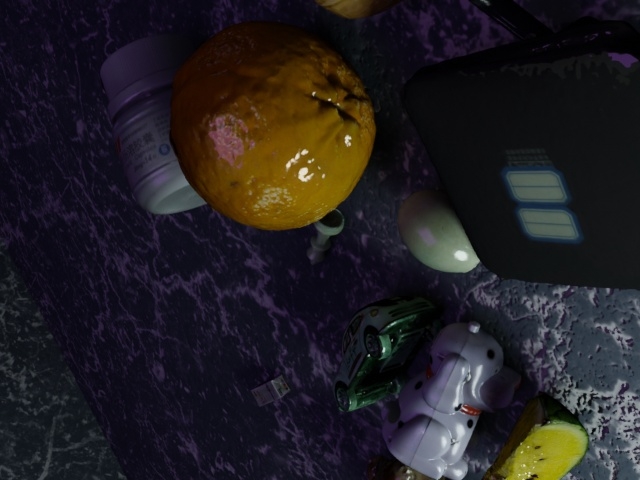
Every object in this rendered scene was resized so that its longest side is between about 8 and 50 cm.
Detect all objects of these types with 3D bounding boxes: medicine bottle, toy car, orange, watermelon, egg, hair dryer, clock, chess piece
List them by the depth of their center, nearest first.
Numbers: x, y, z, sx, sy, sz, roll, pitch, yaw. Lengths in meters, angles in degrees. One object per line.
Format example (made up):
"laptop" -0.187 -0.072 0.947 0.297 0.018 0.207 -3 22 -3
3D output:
"hair dryer" 0.247 -0.257 0.950 0.219 0.071 0.124 29 148 -24
"egg" 0.188 -0.014 1.197 0.152 0.114 0.114 47 139 16
"watermelon" 0.333 0.333 1.208 0.123 0.129 0.301 44 144 26
"orange" -0.069 -0.187 1.235 0.293 0.340 0.340 -14 99 40
"clock" 0.225 0.246 1.280 0.189 0.189 0.254 39 120 29
"toy car" 0.105 0.198 1.402 0.125 0.136 0.306 59 145 29
"chess piece" 0.000 0.000 1.478 0.059 0.059 0.149 49 144 20
"medicine bottle" -0.297 -0.231 1.540 0.245 0.245 0.306 -34 76 52

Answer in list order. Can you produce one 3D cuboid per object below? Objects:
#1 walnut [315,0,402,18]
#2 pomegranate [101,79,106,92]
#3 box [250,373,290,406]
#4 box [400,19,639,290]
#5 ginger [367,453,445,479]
"walnut" 0.062 -0.418 1.067 0.193 0.193 0.225 59 143 7
"pomegranate" -0.432 -0.365 1.726 0.130 0.130 0.130 26 128 39
"box" -0.120 0.358 1.827 0.117 0.036 0.050 -33 84 53
"box" 0.297 -0.091 0.975 0.359 0.091 0.350 0 129 49
"ginger" 0.212 0.515 1.416 0.375 0.176 0.256 36 157 47
